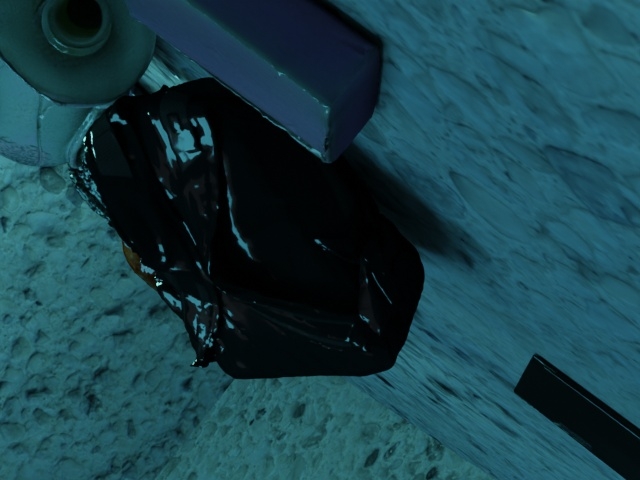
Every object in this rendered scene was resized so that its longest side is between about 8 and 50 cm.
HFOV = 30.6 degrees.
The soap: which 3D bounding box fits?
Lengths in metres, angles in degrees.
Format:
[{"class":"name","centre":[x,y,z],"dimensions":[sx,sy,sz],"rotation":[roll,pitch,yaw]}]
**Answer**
[{"class":"soap","centre":[-0.069,-0.193,1.074],"dimensions":[0.259,0.081,0.181],"rotation":[38,170,10]}]

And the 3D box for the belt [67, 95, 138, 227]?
[{"class":"belt","centre":[-0.255,-0.110,1.901],"dimensions":[0.295,0.160,0.207],"rotation":[24,136,19]}]

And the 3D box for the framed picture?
[{"class":"framed picture","centre":[0.402,0.275,1.724],"dimensions":[0.255,0.014,0.339],"rotation":[37,170,13]}]

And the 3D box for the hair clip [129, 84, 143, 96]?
[{"class":"hair clip","centre":[-0.349,-0.265,1.932],"dimensions":[0.124,0.052,0.195],"rotation":[43,177,9]}]

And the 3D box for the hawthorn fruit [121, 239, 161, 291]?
[{"class":"hawthorn fruit","centre":[-0.240,-0.035,2.144],"dimensions":[0.254,0.254,0.300],"rotation":[44,-163,-28]}]

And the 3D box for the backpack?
[{"class":"backpack","centre":[-0.089,-0.012,1.410],"dimensions":[0.363,0.255,0.446],"rotation":[-12,124,43]}]

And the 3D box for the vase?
[{"class":"vase","centre":[-0.343,-0.225,1.510],"dimensions":[0.250,0.250,0.445],"rotation":[41,163,-12]}]
